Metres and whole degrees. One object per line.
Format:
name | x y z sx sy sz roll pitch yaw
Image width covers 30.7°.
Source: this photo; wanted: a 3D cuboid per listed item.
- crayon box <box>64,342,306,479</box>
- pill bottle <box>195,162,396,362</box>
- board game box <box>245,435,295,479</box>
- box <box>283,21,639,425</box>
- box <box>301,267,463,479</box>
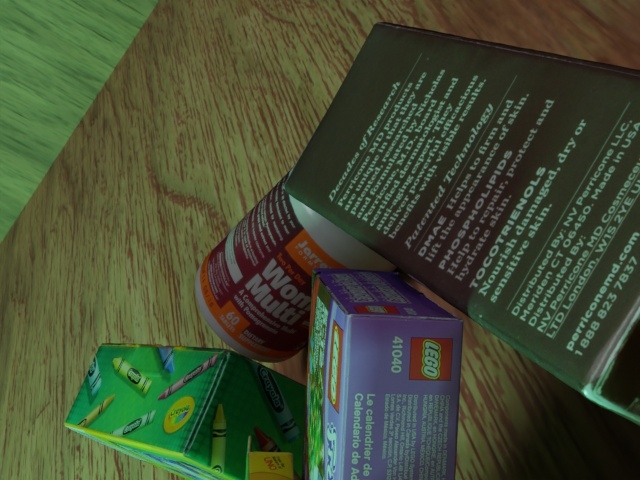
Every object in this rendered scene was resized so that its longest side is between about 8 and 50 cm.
crayon box | -0.075 0.150 0.914 0.278 0.165 0.081 -7 57 61
pill bottle | 0.000 0.000 0.988 0.221 0.121 0.121 -43 29 35
board game box | -0.028 0.227 0.622 0.259 0.039 0.124 -103 16 -62
box | 0.139 -0.003 0.629 0.143 0.191 0.381 -59 23 4
box | 0.022 0.169 0.623 0.201 0.057 0.293 -143 56 -83
